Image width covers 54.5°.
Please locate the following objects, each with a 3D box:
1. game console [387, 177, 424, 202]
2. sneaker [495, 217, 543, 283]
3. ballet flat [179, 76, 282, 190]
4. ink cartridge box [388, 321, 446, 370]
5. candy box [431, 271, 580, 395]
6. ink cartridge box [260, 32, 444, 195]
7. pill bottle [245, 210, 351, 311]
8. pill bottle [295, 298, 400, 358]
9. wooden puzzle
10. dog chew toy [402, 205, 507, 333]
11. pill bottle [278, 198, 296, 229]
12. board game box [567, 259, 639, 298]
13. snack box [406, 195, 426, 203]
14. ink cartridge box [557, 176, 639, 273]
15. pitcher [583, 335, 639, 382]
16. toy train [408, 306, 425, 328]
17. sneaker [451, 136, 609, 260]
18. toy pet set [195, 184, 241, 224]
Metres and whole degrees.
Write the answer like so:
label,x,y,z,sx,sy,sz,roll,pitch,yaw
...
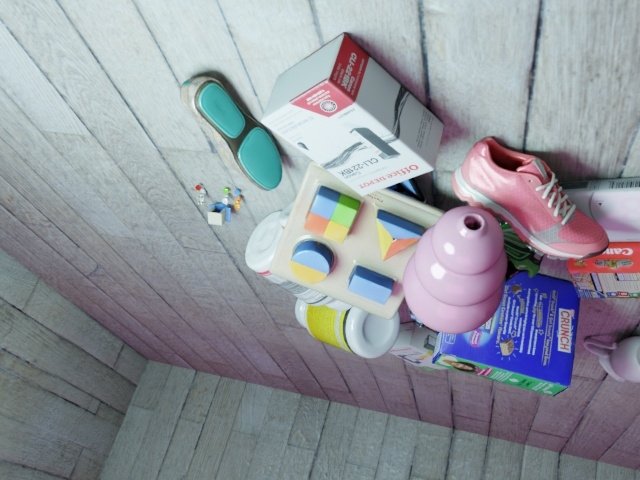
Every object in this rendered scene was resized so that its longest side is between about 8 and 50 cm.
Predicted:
label,x,y,z,sx,sy,sz,roll,pitch,yaw
game console,0.149,-0.117,1.320,0.107,0.071,0.122,41,175,41
sneaker,0.354,0.038,1.427,0.134,0.146,0.343,31,152,-26
ballet flat,-0.186,-0.227,1.310,0.106,0.108,0.316,22,157,40
ink cartridge box,0.345,0.367,2.141,0.212,0.093,0.154,31,151,-23
candy box,0.466,0.212,1.559,0.316,0.268,0.122,14,157,6
ink cartridge box,0.062,-0.215,1.139,0.272,0.114,0.197,32,150,-30
pill bottle,-0.033,0.070,1.686,0.318,0.176,0.176,35,149,-32
pill bottle,0.069,0.231,1.884,0.188,0.188,0.333,35,165,-32
wooden puzzle,0.072,0.022,1.395,0.322,0.081,0.348,22,126,-2
dog chew toy,0.273,0.051,1.222,0.206,0.207,0.332,13,151,9
pill bottle,0.000,0.000,1.522,0.121,0.121,0.216,-10,123,43
board game box,0.684,0.084,1.430,0.193,0.045,0.147,-1,148,33
snack box,0.158,-0.035,1.487,0.174,0.070,0.207,12,155,11
ink cartridge box,0.561,-0.012,1.217,0.189,0.066,0.233,-2,122,33
pitcher,0.845,0.321,1.736,0.177,0.126,0.207,30,166,7
toy train,0.283,0.173,1.715,0.080,0.105,0.184,10,153,15
sneaker,0.394,-0.079,1.145,0.313,0.116,0.136,32,141,15
toy pet set,-0.261,-0.101,1.650,0.122,0.065,0.114,9,118,11
